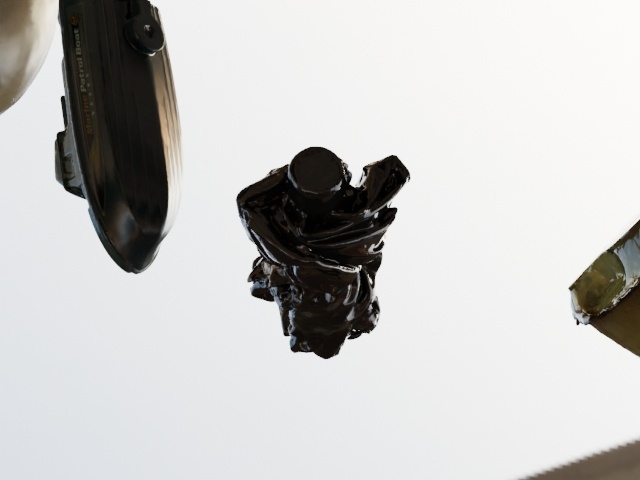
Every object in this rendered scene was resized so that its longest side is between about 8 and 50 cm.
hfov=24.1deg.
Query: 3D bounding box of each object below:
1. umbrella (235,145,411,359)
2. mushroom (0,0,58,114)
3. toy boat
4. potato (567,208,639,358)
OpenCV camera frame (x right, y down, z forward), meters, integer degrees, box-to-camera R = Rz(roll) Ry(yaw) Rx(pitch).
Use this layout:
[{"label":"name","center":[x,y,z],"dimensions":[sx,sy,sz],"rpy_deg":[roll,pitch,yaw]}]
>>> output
[{"label":"umbrella","center":[0.001,0.001,1.150],"dimensions":[0.122,0.272,0.110],"rpy_deg":[8,-114,3]},{"label":"mushroom","center":[-0.275,-0.158,0.956],"dimensions":[0.204,0.204,0.204],"rpy_deg":[4,-148,-3]},{"label":"toy boat","center":[-0.204,-0.108,1.504],"dimensions":[0.122,0.296,0.114],"rpy_deg":[-18,163,37]},{"label":"potato","center":[0.374,0.024,1.310],"dimensions":[0.242,0.285,0.242],"rpy_deg":[25,-147,-17]}]
